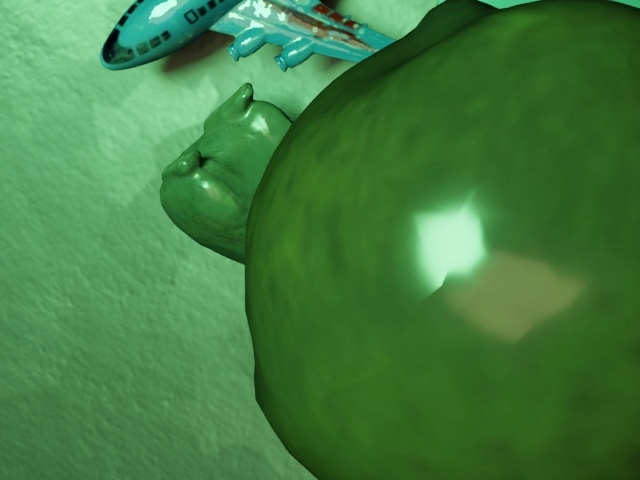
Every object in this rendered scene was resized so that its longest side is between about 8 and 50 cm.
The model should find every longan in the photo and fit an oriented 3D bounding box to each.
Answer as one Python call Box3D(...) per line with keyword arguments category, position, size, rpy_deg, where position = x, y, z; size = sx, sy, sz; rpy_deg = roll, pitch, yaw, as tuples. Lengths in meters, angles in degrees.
Box3D(category="longan", position=(0.115, 0.015, 0.814), size=(0.360, 0.361, 0.361), rpy_deg=(2, 100, 12))

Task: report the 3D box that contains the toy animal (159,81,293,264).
Box3D(category="toy animal", position=(0.000, -0.001, 1.031), size=(0.251, 0.127, 0.125), rpy_deg=(40, 94, -11))

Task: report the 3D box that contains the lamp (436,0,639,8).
Box3D(category="lamp", position=(0.214, -0.200, 0.897), size=(0.209, 0.147, 0.284), rpy_deg=(25, 147, -9))

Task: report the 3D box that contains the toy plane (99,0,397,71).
Box3D(category="toy plane", position=(-0.049, -0.209, 0.997), size=(0.271, 0.105, 0.254), rpy_deg=(-34, 91, 16))
